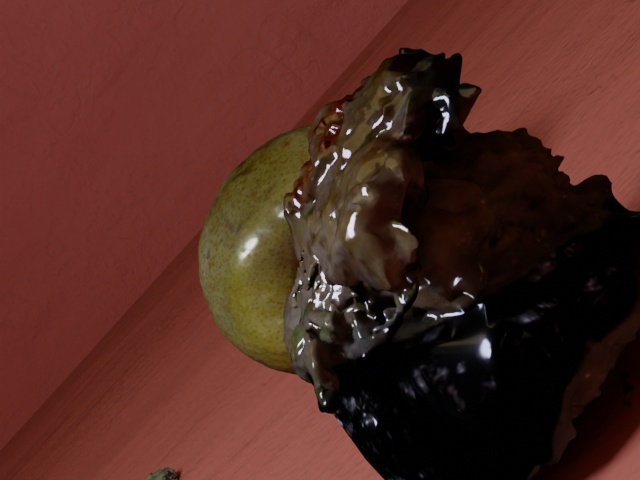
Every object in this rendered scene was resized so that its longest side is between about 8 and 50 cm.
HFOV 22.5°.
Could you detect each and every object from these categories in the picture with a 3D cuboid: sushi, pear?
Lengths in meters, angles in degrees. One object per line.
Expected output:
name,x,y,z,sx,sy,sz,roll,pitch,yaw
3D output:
sushi,0.064,0.018,0.907,0.238,0.219,0.225,-38,12,50
pear,0.000,0.000,1.360,0.228,0.188,0.211,-50,17,4

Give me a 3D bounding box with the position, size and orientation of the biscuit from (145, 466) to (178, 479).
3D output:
biscuit,-0.200,0.310,1.654,0.203,0.016,0.144,-58,11,-32
